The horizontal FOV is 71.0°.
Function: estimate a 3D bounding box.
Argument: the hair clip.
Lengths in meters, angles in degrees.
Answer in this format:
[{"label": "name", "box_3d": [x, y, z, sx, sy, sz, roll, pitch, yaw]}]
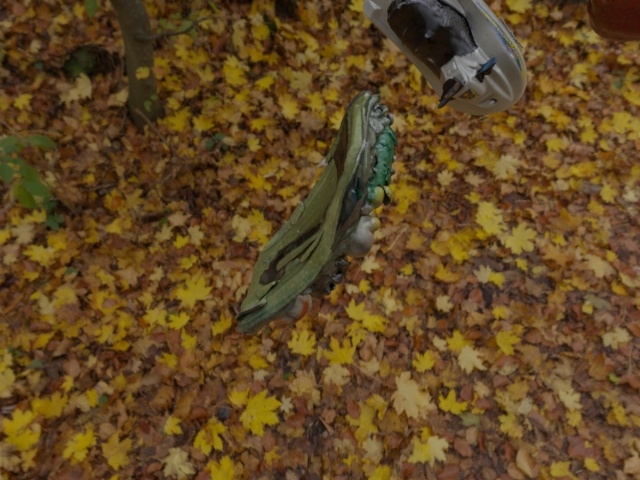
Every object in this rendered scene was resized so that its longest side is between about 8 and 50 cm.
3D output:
[{"label": "hair clip", "box_3d": [0.002, 0.000, 0.486, 0.091, 0.321, 0.139, 24, 48, -14]}]

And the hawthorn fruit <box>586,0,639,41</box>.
[{"label": "hawthorn fruit", "box_3d": [0.493, -0.370, 0.646, 0.193, 0.157, 0.157, 17, 51, 27]}]

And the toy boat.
[{"label": "toy boat", "box_3d": [0.184, -0.284, 0.650, 0.269, 0.140, 0.141, 50, 60, -6]}]
